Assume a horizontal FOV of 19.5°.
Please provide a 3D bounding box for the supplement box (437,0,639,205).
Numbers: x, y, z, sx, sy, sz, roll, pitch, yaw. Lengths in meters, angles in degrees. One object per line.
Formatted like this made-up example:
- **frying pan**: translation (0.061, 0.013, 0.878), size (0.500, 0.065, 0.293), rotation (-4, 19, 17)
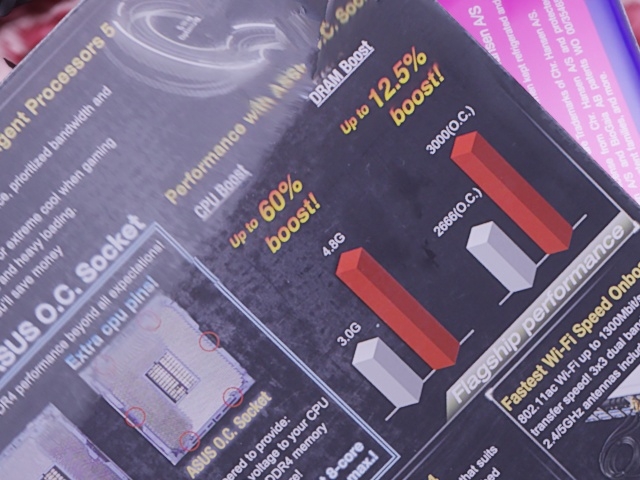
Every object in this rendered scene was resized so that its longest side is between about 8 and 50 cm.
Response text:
- **supplement box**: translation (0.000, 0.000, 0.612), size (0.220, 0.111, 0.114), rotation (-16, 68, -2)

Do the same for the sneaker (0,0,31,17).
- **sneaker**: translation (-0.096, -0.195, 0.727), size (0.108, 0.100, 0.271), rotation (25, 73, 45)

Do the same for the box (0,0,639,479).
- **box**: translation (-0.039, 0.083, 0.505), size (0.242, 0.076, 0.307), rotation (44, 91, -7)
